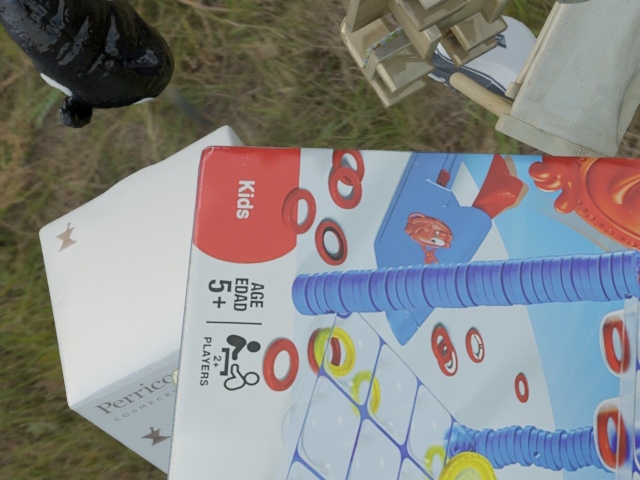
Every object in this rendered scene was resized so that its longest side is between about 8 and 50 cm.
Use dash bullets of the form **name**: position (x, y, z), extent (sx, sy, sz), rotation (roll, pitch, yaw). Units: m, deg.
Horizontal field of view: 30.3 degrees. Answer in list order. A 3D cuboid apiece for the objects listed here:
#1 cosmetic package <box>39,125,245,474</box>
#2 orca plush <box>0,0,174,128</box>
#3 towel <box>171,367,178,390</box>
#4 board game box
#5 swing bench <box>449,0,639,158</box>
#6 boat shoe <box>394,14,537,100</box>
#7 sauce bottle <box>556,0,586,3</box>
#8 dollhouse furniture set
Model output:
- **cosmetic package**: position (-0.149, 0.119, 1.724), extent (0.329, 0.394, 0.327), rotation (-28, 50, 10)
- **orca plush**: position (-0.178, -0.184, 1.014), extent (0.102, 0.287, 0.151), rotation (10, 69, 18)
- **towel**: position (-0.053, 0.133, 1.013), extent (0.148, 0.027, 0.110), rotation (-22, 76, 16)
- **board game box**: position (0.098, 0.116, 0.413), extent (0.302, 0.086, 0.308), rotation (1, 58, 0)
- **swing bench**: position (0.280, -0.223, 1.242), extent (0.165, 0.255, 0.253), rotation (22, 104, -13)
- **boat shoe**: position (0.208, -0.239, 1.584), extent (0.102, 0.301, 0.108), rotation (-17, 74, 37)
- **sauce bottle**: position (0.157, -0.217, 0.758), extent (0.042, 0.042, 0.128), rotation (-4, 85, 14)
- **dollhouse furniture set**: position (0.116, -0.258, 0.948), extent (0.242, 0.212, 0.161), rotation (-30, 81, -10)
